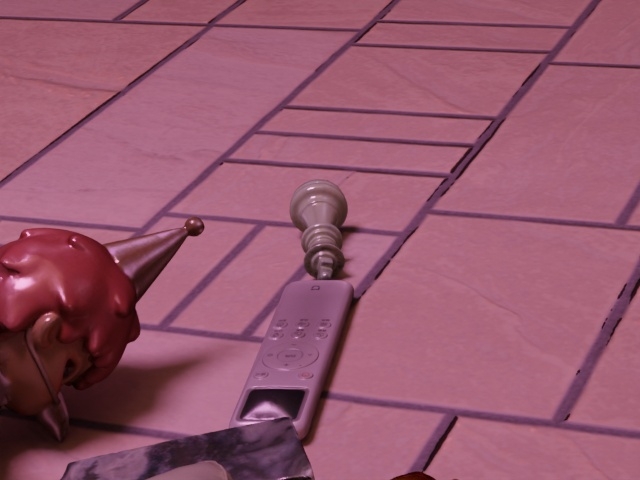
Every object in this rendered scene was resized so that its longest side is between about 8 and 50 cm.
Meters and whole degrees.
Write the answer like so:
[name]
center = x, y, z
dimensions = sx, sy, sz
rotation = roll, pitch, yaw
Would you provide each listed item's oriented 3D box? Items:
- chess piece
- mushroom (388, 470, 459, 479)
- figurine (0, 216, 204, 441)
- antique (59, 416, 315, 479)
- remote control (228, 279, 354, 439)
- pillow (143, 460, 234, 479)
[chess piece]
center = 0.000, 0.000, 1.707
dimensions = 0.059, 0.059, 0.149
rotation = -6, 32, 2
[mushroom]
center = 0.068, 0.198, 1.246
dimensions = 0.088, 0.073, 0.129
rotation = -33, 9, 27
[figurine]
center = -0.254, 0.093, 1.462
dimensions = 0.387, 0.166, 0.207
rotation = -32, -2, -32
[antique]
center = -0.097, 0.200, 1.263
dimensions = 0.183, 0.086, 0.088
rotation = -11, 25, -8
[remote control]
center = -0.022, 0.097, 1.526
dimensions = 0.067, 0.029, 0.261
rotation = -1, 26, 12
[pillow]
center = -0.164, 0.270, 1.051
dimensions = 0.322, 0.119, 0.255
rotation = -28, 29, -8
